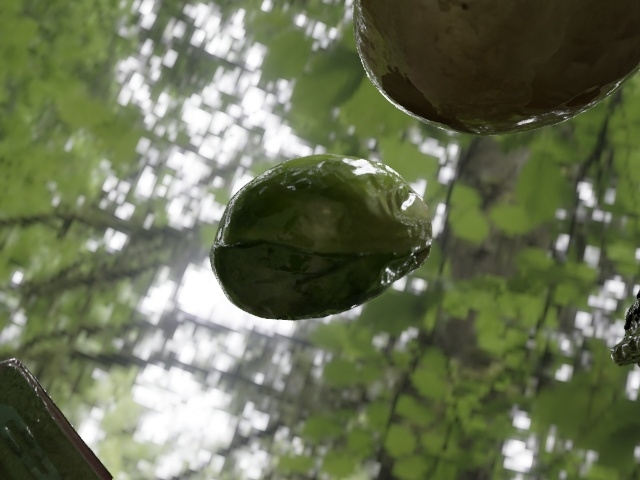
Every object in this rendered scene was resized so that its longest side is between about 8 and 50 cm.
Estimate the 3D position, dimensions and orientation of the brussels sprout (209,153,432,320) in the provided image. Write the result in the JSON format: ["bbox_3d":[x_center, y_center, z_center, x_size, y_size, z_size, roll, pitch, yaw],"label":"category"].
[{"bbox_3d":[-0.001,-0.001,1.581,0.183,0.131,0.145,-15,-11,5],"label":"brussels sprout"}]

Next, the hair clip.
[{"bbox_3d":[-0.153,0.111,1.026,0.054,0.022,0.137,-38,-47,-8],"label":"hair clip"}]

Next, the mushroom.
[{"bbox_3d":[0.124,-0.235,1.476,0.292,0.290,0.292,-25,-35,-19],"label":"mushroom"}]

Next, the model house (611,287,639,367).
[{"bbox_3d":[0.361,0.026,1.586,0.282,0.297,0.317,-21,-9,-12],"label":"model house"}]
